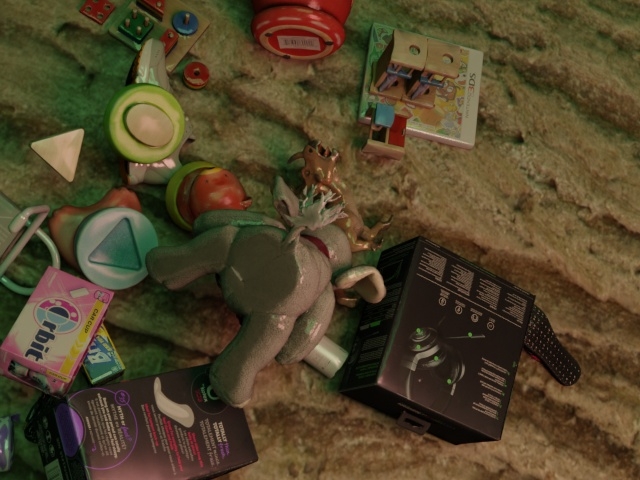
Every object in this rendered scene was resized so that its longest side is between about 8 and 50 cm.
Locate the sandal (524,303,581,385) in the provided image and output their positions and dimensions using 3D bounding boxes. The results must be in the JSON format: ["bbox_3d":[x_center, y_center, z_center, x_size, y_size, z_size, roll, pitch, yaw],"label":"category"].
[{"bbox_3d":[0.391,0.184,1.789,0.067,0.040,0.179,-41,100,-18],"label":"sandal"}]

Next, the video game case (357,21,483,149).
[{"bbox_3d":[0.190,-0.291,1.898,0.227,0.026,0.206,13,69,-10],"label":"video game case"}]

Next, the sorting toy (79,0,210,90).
[{"bbox_3d":[-0.290,-0.392,1.792,0.275,0.046,0.132,34,66,-1],"label":"sorting toy"}]

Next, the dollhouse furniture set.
[{"bbox_3d":[0.161,-0.250,1.791,0.129,0.129,0.183,12,68,-12],"label":"dollhouse furniture set"}]

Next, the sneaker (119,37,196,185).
[{"bbox_3d":[-0.270,-0.213,1.720,0.121,0.099,0.262,7,78,-21],"label":"sneaker"}]

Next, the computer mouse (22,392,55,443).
[{"bbox_3d":[-0.352,0.291,1.545,0.193,0.042,0.106,28,66,-4],"label":"computer mouse"}]

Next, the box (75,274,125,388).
[{"bbox_3d":[-0.369,0.145,1.584,0.059,0.054,0.169,-25,79,-21],"label":"box"}]

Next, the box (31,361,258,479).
[{"bbox_3d":[-0.255,0.290,1.477,0.270,0.143,0.165,-7,73,-38],"label":"box"}]

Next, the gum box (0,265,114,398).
[{"bbox_3d":[-0.388,0.136,1.477,0.107,0.062,0.188,23,41,-6],"label":"gum box"}]

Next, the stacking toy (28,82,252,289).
[{"bbox_3d":[-0.279,-0.085,1.583,0.309,0.130,0.279,-31,113,-20],"label":"stacking toy"}]

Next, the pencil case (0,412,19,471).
[{"bbox_3d":[-0.548,0.296,1.472,0.206,0.086,0.088,4,47,-15],"label":"pencil case"}]

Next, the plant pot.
[{"bbox_3d":[-0.033,-0.429,1.797,0.191,0.191,0.174,10,72,-12],"label":"plant pot"}]

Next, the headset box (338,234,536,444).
[{"bbox_3d":[0.192,0.177,1.659,0.246,0.131,0.283,26,67,-19],"label":"headset box"}]

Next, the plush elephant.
[{"bbox_3d":[-0.053,0.047,1.539,0.330,0.255,0.272,-43,74,14],"label":"plush elephant"}]

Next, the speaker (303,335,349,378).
[{"bbox_3d":[-0.023,0.168,1.669,0.136,0.055,0.055,35,67,-1],"label":"speaker"}]

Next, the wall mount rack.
[{"bbox_3d":[-0.589,0.000,1.543,0.350,0.130,0.304,40,102,1],"label":"wall mount rack"}]

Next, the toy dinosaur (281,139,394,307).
[{"bbox_3d":[0.000,0.000,1.704,0.200,0.127,0.295,22,84,4],"label":"toy dinosaur"}]
